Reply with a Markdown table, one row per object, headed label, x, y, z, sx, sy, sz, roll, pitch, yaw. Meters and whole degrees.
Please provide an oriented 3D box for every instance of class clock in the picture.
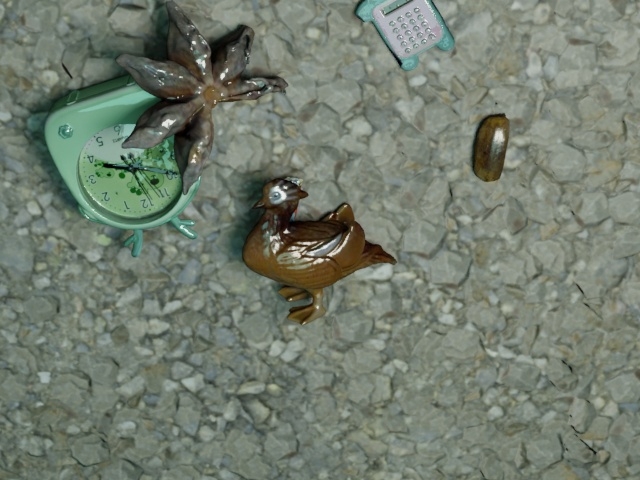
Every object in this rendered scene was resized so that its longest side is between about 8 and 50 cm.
| label | x | y | z | sx | sy | sz | roll | pitch | yaw |
| --- | --- | --- | --- | --- | --- | --- | --- | --- | --- |
| clock | -0.217 | -0.083 | 1.750 | 0.159 | 0.066 | 0.210 | -15 | 115 | 6 |

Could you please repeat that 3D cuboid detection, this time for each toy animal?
| label | x | y | z | sx | sy | sz | roll | pitch | yaw |
| --- | --- | --- | --- | --- | --- | --- | --- | --- | --- |
| toy animal | 0.000 | 0.000 | 1.777 | 0.188 | 0.089 | 0.179 | -8 | 122 | -13 |

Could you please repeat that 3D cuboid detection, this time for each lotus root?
| label | x | y | z | sx | sy | sz | roll | pitch | yaw |
| --- | --- | --- | --- | --- | --- | --- | --- | --- | --- |
| lotus root | 0.197 | -0.106 | 1.758 | 0.037 | 0.030 | 0.083 | 7 | 114 | -2 |

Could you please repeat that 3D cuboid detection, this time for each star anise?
| label | x | y | z | sx | sy | sz | roll | pitch | yaw |
| --- | --- | --- | --- | --- | --- | --- | --- | --- | --- |
| star anise | -0.141 | -0.167 | 1.663 | 0.208 | 0.063 | 0.172 | -48 | 113 | -20 |

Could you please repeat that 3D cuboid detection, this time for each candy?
| label | x | y | z | sx | sy | sz | roll | pitch | yaw |
| --- | --- | --- | --- | --- | --- | --- | --- | --- | --- |
| candy | -0.041 | -0.039 | 1.795 | 0.030 | 0.020 | 0.083 | 14 | 116 | -7 |

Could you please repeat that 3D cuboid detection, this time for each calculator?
| label | x | y | z | sx | sy | sz | roll | pitch | yaw |
| --- | --- | --- | --- | --- | --- | --- | --- | --- | --- |
| calculator | 0.090 | -0.259 | 1.692 | 0.094 | 0.019 | 0.141 | -28 | 113 | 15 |
